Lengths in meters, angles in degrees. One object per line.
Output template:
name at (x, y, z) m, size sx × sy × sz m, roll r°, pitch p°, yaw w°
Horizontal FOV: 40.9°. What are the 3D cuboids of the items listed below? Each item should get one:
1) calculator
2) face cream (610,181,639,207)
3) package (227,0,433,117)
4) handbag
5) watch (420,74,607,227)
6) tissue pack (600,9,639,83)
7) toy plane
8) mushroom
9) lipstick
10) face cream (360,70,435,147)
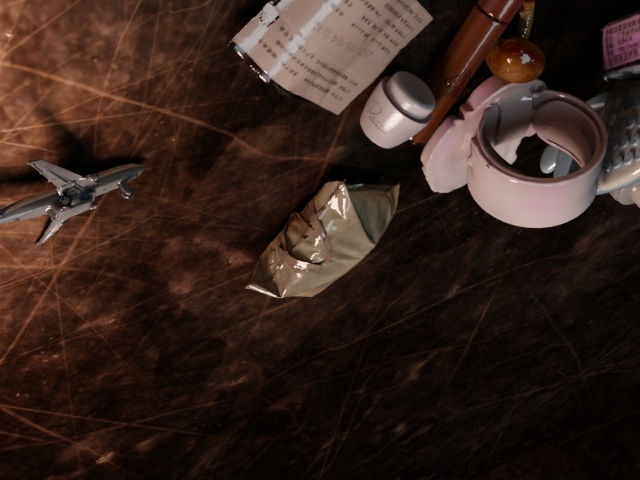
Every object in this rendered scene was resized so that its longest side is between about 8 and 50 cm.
calculator at (0.462, -0.159, 1.390) m, size 0.042 × 0.302 × 0.188 m, roll 23°, pitch 81°, yaw -17°
face cream at (0.533, -0.117, 1.474) m, size 0.101 × 0.252 × 0.101 m, roll -19°, pitch 145°, yaw -14°
package at (0.027, -0.260, 1.100) m, size 0.204 × 0.062 × 0.251 m, roll -40°, pitch 148°, yaw 18°
handbag at (0.000, 0.000, 1.366) m, size 0.270 × 0.117 × 0.182 m, roll -49°, pitch 155°, yaw 26°
watch at (0.304, -0.117, 1.331) m, size 0.244 × 0.231 × 0.196 m, roll -26°, pitch 147°, yaw -11°
tissue pack at (0.617, -0.317, 1.228) m, size 0.259 × 0.122 × 0.361 m, roll -7°, pitch -178°, yaw -25°
toy plane at (-0.332, -0.056, 1.106) m, size 0.226 × 0.058 × 0.226 m, roll -13°, pitch 159°, yaw -21°
mushroom at (0.283, -0.284, 1.245) m, size 0.073 × 0.088 × 0.129 m, roll -37°, pitch 137°, yaw -40°
lipstick at (0.216, -0.281, 1.210) m, size 0.057 × 0.057 × 0.357 m, roll 2°, pitch 135°, yaw -37°
face cream at (0.109, -0.186, 1.227) m, size 0.091 × 0.091 × 0.095 m, roll 6°, pitch 141°, yaw -40°
